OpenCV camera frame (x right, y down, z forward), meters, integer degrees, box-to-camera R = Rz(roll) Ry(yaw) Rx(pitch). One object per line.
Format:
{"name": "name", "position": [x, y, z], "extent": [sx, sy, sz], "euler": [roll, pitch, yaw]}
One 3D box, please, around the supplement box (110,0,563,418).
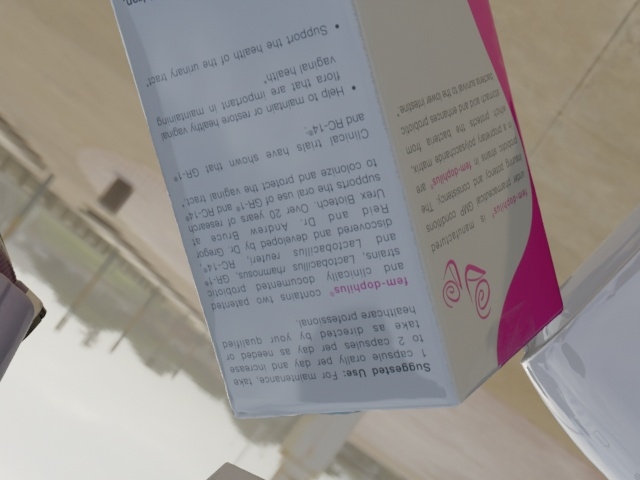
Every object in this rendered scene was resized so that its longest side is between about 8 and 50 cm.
{"name": "supplement box", "position": [0.007, -0.051, 0.465], "extent": [0.114, 0.111, 0.220], "euler": [-11, 99, 35]}

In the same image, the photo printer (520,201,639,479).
{"name": "photo printer", "position": [0.299, 0.056, 0.722], "extent": [0.256, 0.307, 0.107], "euler": [41, -160, 1]}

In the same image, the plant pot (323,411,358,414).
{"name": "plant pot", "position": [0.000, 0.000, 1.163], "extent": [0.293, 0.293, 0.196], "euler": [26, 166, 50]}

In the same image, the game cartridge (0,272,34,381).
{"name": "game cartridge", "position": [-0.286, 0.030, 0.502], "extent": [0.294, 0.196, 0.060], "euler": [36, 141, -21]}

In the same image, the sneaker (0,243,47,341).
{"name": "sneaker", "position": [-0.301, 0.075, 0.626], "extent": [0.124, 0.283, 0.107], "euler": [56, 160, -13]}

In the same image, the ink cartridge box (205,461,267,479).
{"name": "ink cartridge box", "position": [-0.024, 0.244, 0.867], "extent": [0.181, 0.061, 0.104], "euler": [8, 131, 56]}

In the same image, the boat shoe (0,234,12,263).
{"name": "boat shoe", "position": [-0.407, 0.002, 1.371], "extent": [0.065, 0.075, 0.206], "euler": [-108, 10, -63]}
